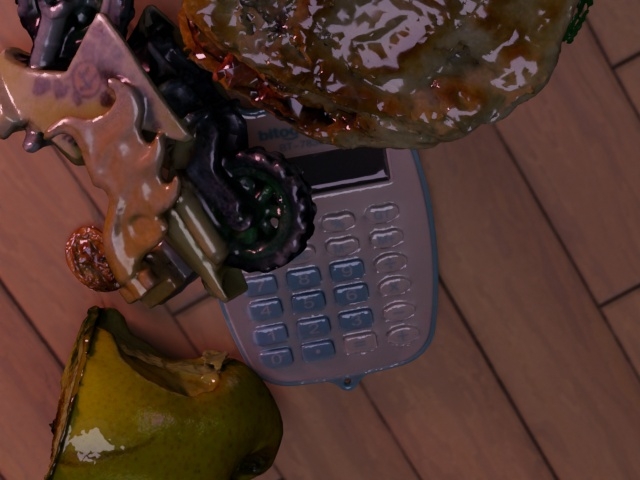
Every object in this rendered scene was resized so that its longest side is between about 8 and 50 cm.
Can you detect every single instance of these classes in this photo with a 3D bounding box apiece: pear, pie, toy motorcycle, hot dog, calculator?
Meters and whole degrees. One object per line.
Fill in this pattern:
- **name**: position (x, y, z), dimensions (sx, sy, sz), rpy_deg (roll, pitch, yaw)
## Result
- **pear**: position (-0.163, 0.199, 1.614), dimensions (0.255, 0.238, 0.164), rpy_deg (20, 104, -9)
- **pie**: position (0.071, -0.283, 1.398), dimensions (0.418, 0.180, 0.395), rpy_deg (11, 78, 0)
- **toy motorcycle**: position (-0.190, -0.106, 1.495), dimensions (0.410, 0.169, 0.237), rpy_deg (49, 119, 7)
- **hot dog**: position (-0.249, 0.023, 1.649), dimensions (0.058, 0.035, 0.083), rpy_deg (-42, 108, 9)
- **calculator**: position (0.000, 0.000, 1.645), dimensions (0.256, 0.054, 0.386), rpy_deg (-10, 113, 1)

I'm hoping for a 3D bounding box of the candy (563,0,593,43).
- **candy**: position (0.197, -0.301, 1.527), dimensions (0.203, 0.078, 0.141), rpy_deg (27, 97, 6)
